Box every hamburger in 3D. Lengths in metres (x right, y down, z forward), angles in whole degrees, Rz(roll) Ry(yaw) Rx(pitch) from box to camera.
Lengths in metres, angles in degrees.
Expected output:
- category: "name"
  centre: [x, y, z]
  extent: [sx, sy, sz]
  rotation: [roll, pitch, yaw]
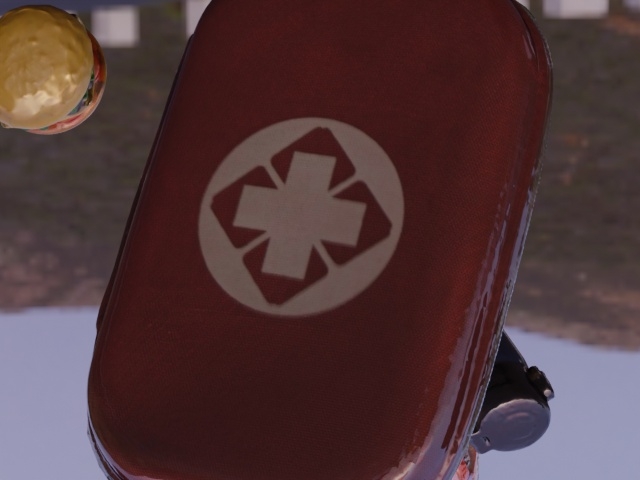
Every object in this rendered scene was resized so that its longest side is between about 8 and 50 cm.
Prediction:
- category: "hamburger"
  centre: [-0.339, -0.204, 2.161]
  extent: [0.162, 0.162, 0.115]
  rotation: [1, 171, 13]

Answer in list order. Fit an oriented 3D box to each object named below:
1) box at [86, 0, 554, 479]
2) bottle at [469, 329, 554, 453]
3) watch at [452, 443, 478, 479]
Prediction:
- category: "box"
  centre: [0.000, 0.000, 1.145]
  extent: [0.263, 0.404, 0.108]
  rotation: [9, 162, 20]
- category: "bottle"
  centre: [0.120, 0.083, 1.505]
  extent: [0.082, 0.072, 0.244]
  rotation: [-30, -142, 1]
- category: "watch"
  centre: [0.031, 0.202, 1.675]
  extent: [0.231, 0.196, 0.244]
  rotation: [-5, 150, 8]
